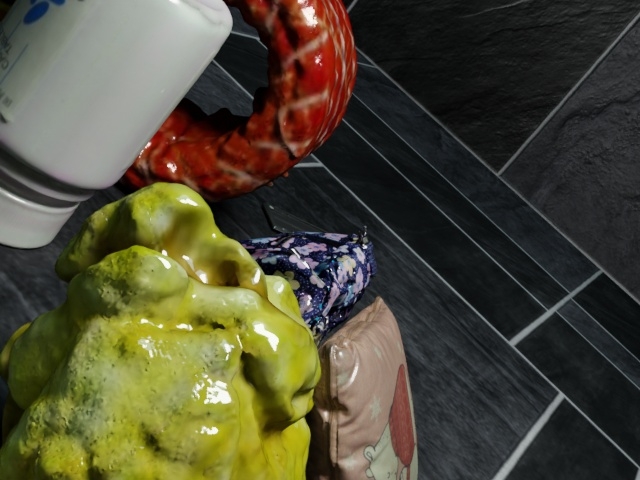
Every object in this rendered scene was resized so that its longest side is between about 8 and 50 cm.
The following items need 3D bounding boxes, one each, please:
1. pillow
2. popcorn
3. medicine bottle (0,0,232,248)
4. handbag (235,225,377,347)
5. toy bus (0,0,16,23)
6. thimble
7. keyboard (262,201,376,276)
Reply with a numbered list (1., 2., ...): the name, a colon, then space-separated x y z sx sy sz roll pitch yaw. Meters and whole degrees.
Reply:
1. pillow: 0.035 0.178 0.841 0.084 0.236 0.223 0 3 19
2. popcorn: -0.103 0.116 0.651 0.242 0.235 0.250 43 25 -35
3. medicine bottle: -0.226 -0.140 0.885 0.170 0.293 0.170 36 18 -13
4. handbag: -0.066 0.058 0.905 0.208 0.229 0.126 -12 89 -66
5. toy bus: -0.433 -0.309 1.030 0.162 0.194 0.323 15 31 -48
6. thimble: -0.135 -0.211 1.161 0.350 0.350 0.230 40 22 0
7. keyboard: 0.000 0.000 1.416 0.202 0.011 0.067 26 25 -35
